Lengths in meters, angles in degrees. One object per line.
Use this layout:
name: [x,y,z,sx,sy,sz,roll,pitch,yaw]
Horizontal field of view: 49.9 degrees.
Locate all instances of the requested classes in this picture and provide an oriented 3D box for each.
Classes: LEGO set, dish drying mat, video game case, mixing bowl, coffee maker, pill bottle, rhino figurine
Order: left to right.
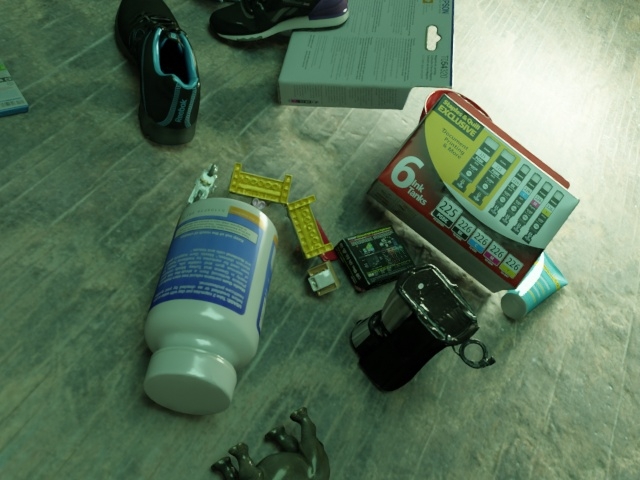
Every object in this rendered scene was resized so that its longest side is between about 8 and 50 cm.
video game case: [-0.541,-0.252,1.054,0.119,0.015,0.166,-23,71,-38]
pill bottle: [-0.150,0.087,0.934,0.152,0.152,0.272,21,50,-14]
rhino figurine: [-0.087,0.310,0.860,0.243,0.073,0.106,-22,67,-37]
LEGO set: [-0.072,-0.033,1.127,0.287,0.107,0.132,35,82,-8]
dish drying mat: [0.000,0.000,1.178,0.032,0.008,0.083,-14,65,-37]
coffee maker: [0.141,0.152,1.030,0.120,0.178,0.171,-3,56,-28]
mixing bowl: [0.267,-0.212,1.422,0.181,0.098,0.181,16,51,-20]

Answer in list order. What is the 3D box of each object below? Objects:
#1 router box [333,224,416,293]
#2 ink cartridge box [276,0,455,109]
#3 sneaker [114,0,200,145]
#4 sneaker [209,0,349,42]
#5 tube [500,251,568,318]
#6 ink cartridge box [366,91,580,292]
router box: [0.094,0.030,1.185,0.122,0.038,0.092,-15,69,-38]
ink cartridge box: [0.101,-0.387,1.389,0.330,0.071,0.324,5,50,7]
sneaker: [-0.264,-0.329,1.182,0.125,0.140,0.341,-5,59,-30]
sneaker: [-0.084,-0.483,1.355,0.283,0.124,0.107,-13,51,-9]
tube: [0.415,0.088,1.325,0.207,0.052,0.080,-27,84,-46]
ink cartridge box: [0.291,-0.106,1.255,0.309,0.130,0.272,38,81,1]
